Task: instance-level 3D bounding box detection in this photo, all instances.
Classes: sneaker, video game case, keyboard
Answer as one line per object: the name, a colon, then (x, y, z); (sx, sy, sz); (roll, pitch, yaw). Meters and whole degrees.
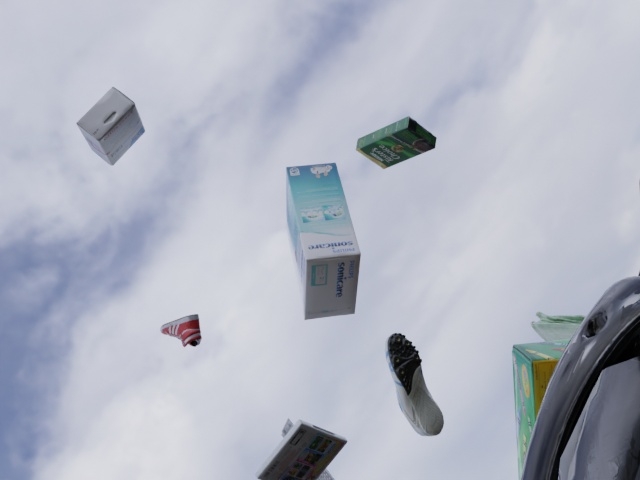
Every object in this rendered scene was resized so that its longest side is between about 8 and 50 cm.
sneaker: (0.189, 0.315, 1.700); (0.085, 0.086, 0.237); (-23, -88, -34)
sneaker: (-0.299, 0.204, 1.691); (0.042, 0.118, 0.067); (-2, -107, -49)
video game case: (-0.039, 0.460, 1.665); (0.143, 0.019, 0.157); (31, -79, -36)
keyboard: (-0.006, 0.520, 1.789); (0.014, 0.256, 0.072); (-35, 3, 19)

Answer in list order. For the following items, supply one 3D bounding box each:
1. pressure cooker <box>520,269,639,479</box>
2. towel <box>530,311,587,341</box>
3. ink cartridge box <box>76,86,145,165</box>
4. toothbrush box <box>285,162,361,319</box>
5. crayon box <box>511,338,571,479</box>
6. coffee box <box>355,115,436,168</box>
pressure cooker: (0.367, 0.212, 0.647); (0.375, 0.420, 0.370); (115, 164, -48)
towel: (0.476, 0.234, 1.204); (0.038, 0.325, 0.248); (-44, 0, -6)
ink cartridge box: (-0.350, -0.190, 1.320); (0.088, 0.052, 0.122); (-50, -5, -14)
toothbrush box: (0.000, 0.000, 1.807); (0.126, 0.296, 0.216); (-7, -41, -9)
crayon box: (0.351, 0.273, 1.044); (0.081, 0.165, 0.279); (-124, 29, -81)
coffee box: (0.192, -0.247, 2.009); (0.113, 0.184, 0.040); (30, -122, -34)
